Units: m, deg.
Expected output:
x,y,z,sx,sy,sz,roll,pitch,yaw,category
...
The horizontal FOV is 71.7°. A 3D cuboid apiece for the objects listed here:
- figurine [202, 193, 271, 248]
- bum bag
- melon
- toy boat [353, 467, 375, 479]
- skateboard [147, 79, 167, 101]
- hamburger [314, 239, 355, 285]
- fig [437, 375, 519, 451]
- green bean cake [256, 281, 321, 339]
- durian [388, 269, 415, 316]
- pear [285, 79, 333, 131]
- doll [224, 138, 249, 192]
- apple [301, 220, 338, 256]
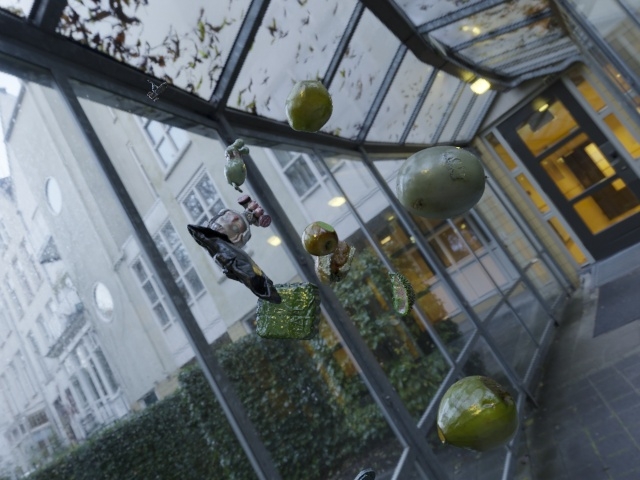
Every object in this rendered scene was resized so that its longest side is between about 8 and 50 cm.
x,y,z,sx,sy,sz,roll,pitch,yaw,category
-0.461,-0.071,2.494,0.361,0.253,0.211,-36,-36,-25,figurine
-0.216,0.059,1.127,0.074,0.310,0.137,-49,-8,4,bum bag
0.445,-0.212,1.614,0.331,0.268,0.268,-3,-13,-2,melon
0.159,0.878,1.614,0.141,0.055,0.060,-61,8,24,toy boat
-0.438,-0.417,1.197,0.063,0.032,0.083,-52,11,-14,skateboard
0.026,0.095,1.621,0.155,0.136,0.207,-67,5,-26,hamburger
0.513,0.589,1.477,0.271,0.239,0.239,-31,-10,-15,fig
-0.107,0.244,1.530,0.215,0.200,0.113,-2,-17,17,green bean cake
0.382,0.234,2.006,0.096,0.220,0.137,-26,17,-28,durian
-0.044,-0.517,1.710,0.198,0.198,0.198,-30,-11,-6,pear
-0.427,-0.366,2.213,0.113,0.274,0.155,-2,-18,14,doll
0.000,0.000,1.346,0.114,0.102,0.099,15,-70,-36,apple
